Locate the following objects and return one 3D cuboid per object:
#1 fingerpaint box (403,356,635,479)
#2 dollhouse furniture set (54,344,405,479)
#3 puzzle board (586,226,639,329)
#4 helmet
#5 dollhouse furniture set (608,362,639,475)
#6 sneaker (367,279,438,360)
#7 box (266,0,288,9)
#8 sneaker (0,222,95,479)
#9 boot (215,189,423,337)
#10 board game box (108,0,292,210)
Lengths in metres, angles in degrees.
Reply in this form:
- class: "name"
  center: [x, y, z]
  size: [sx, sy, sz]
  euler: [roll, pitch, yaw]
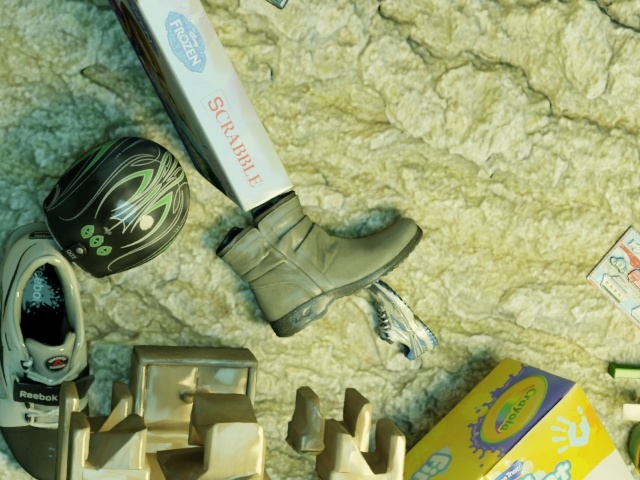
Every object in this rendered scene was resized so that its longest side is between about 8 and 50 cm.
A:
- class: "fingerpaint box"
  center: [0.218, 0.441, 1.949]
  size: [0.445, 0.163, 0.371]
  euler: [-42, 117, -17]
- class: "dollhouse furniture set"
  center: [-0.135, 0.296, 1.777]
  size: [0.362, 0.394, 0.257]
  euler: [3, 99, -15]
- class: "puzzle board"
  center: [0.445, 0.057, 2.083]
  size: [0.128, 0.011, 0.096]
  euler: [42, 88, -17]
- class: "helmet"
  center: [-0.240, -0.046, 1.820]
  size: [0.161, 0.169, 0.169]
  euler: [-35, 107, 11]
- class: "dollhouse furniture set"
  center: [0.431, 0.251, 2.087]
  size: [0.058, 0.076, 0.152]
  euler: [3, 98, -2]
- class: "sneaker"
  center: [0.098, 0.108, 1.984]
  size: [0.058, 0.052, 0.135]
  euler: [-41, 106, 0]
- class: "box"
  center: [-0.055, -0.343, 1.880]
  size: [0.067, 0.018, 0.083]
  euler: [29, 92, -17]
- class: "sneaker"
  center: [-0.342, 0.154, 1.832]
  size: [0.122, 0.146, 0.331]
  euler: [-7, 103, -15]
- class: "boot"
  center: [0.000, 0.000, 1.927]
  size: [0.246, 0.083, 0.161]
  euler: [-33, 100, -8]
- class: "board game box"
  center: [-0.160, -0.206, 1.722]
  size: [0.066, 0.318, 0.319]
  euler: [-29, 105, -7]
